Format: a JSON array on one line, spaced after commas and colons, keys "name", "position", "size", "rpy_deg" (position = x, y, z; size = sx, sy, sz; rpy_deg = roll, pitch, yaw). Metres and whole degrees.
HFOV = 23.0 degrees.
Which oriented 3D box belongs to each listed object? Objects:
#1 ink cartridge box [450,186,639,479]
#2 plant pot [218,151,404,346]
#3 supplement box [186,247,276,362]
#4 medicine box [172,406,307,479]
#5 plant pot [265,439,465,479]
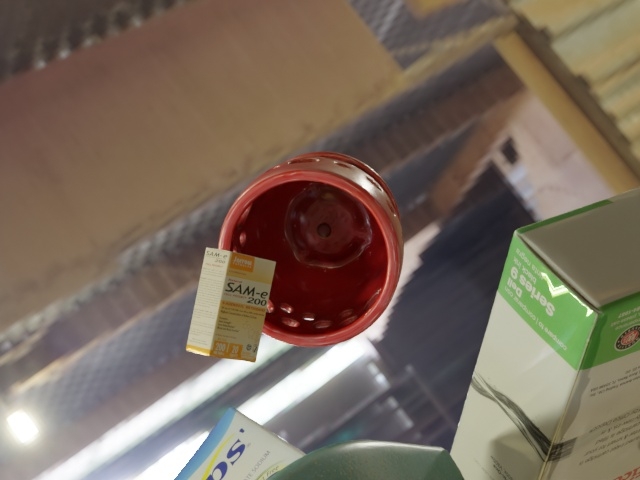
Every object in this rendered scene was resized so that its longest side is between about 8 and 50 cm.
[{"name": "ink cartridge box", "position": [0.252, 0.108, 1.424], "size": [0.211, 0.121, 0.289], "rpy_deg": [-17, -43, -32]}, {"name": "plant pot", "position": [0.000, 0.000, 1.679], "size": [0.191, 0.191, 0.174], "rpy_deg": [-41, 4, 17]}, {"name": "supplement box", "position": [-0.083, 0.061, 1.467], "size": [0.036, 0.098, 0.062], "rpy_deg": [9, -3, 44]}, {"name": "medicine box", "position": [-0.073, 0.348, 1.646], "size": [0.263, 0.149, 0.289], "rpy_deg": [-52, 26, -10]}, {"name": "plant pot", "position": [0.008, 0.310, 1.281], "size": [0.247, 0.248, 0.252], "rpy_deg": [-41, -35, 15]}]
